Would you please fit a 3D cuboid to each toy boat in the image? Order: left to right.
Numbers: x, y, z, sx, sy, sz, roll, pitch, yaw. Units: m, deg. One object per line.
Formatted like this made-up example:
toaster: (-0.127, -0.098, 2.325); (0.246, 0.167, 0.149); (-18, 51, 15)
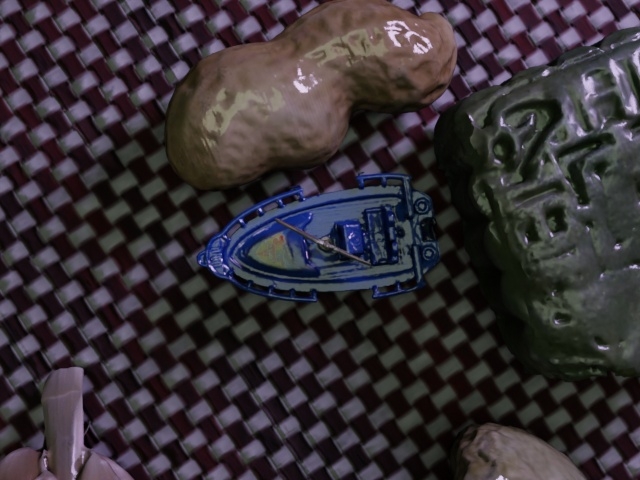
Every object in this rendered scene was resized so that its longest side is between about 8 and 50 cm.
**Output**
toy boat: (0.000, 0.000, 0.692); (0.175, 0.110, 0.091); (-8, 87, -3)

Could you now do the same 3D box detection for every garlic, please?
garlic: (-0.185, 0.180, 0.676); (0.131, 0.127, 0.194); (-1, 60, -22)

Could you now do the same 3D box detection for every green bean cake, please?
green bean cake: (0.212, -0.026, 0.707); (0.222, 0.125, 0.227); (-23, 93, -4)

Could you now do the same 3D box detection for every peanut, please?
peanut: (-0.007, -0.109, 0.712); (0.228, 0.085, 0.104); (-28, 98, -7)

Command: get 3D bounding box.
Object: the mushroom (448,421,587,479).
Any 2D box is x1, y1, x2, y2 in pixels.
mushroom: (0.112, 0.269, 0.657); (0.189, 0.164, 0.267); (37, 85, 0)
